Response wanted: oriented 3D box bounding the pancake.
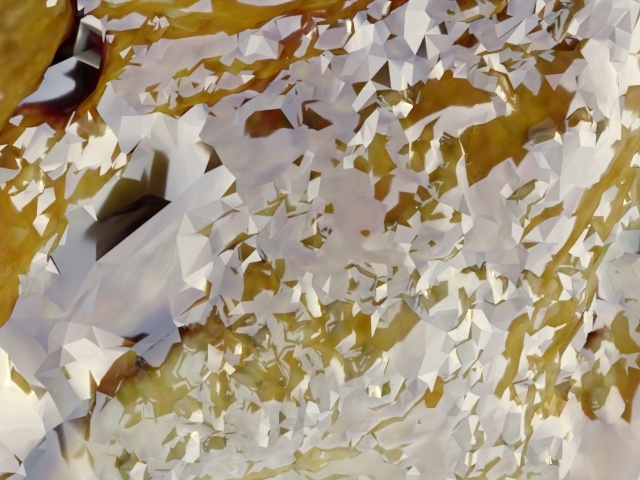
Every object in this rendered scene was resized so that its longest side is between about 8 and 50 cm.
[{"bbox_3d":[-0.001,-0.001,0.424,0.356,0.065,0.356,-21,130,-27],"label":"pancake"}]
